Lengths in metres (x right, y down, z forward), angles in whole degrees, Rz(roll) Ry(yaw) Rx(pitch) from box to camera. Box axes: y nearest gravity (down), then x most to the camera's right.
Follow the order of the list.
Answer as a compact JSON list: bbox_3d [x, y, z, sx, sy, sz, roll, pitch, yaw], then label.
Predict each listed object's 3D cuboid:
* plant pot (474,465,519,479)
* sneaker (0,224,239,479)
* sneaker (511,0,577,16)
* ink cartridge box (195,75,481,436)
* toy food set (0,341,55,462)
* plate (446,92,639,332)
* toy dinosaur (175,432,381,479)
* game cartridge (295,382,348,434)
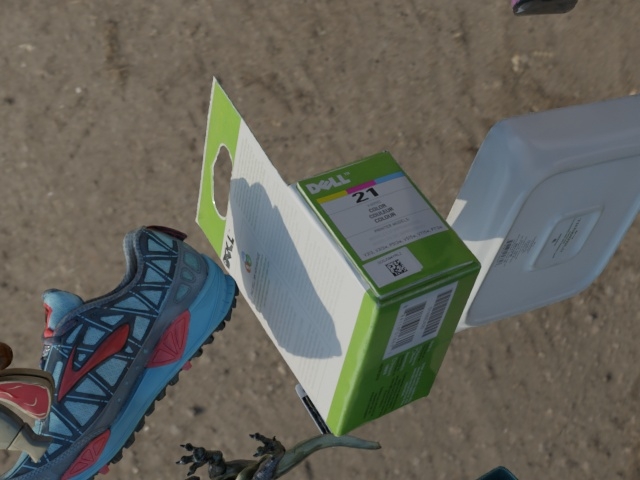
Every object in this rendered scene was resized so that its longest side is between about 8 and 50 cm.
[{"bbox_3d":[0.178,0.404,1.184,0.166,0.165,0.234,43,146,41],"label":"plant pot"},{"bbox_3d":[-0.188,0.096,0.882,0.125,0.262,0.104,44,155,-15],"label":"sneaker"},{"bbox_3d":[0.170,-0.235,0.858,0.072,0.178,0.077,-7,83,1],"label":"sneaker"},{"bbox_3d":[0.000,0.000,0.907,0.255,0.097,0.189,54,150,29],"label":"ink cartridge box"},{"bbox_3d":[-0.187,0.070,0.554,0.122,0.019,0.078,23,118,-13],"label":"toy food set"},{"bbox_3d":[0.226,-0.014,1.074,0.045,0.278,0.277,51,138,32],"label":"plate"},{"bbox_3d":[-0.075,0.239,1.131,0.268,0.064,0.118,-27,142,0],"label":"toy dinosaur"},{"bbox_3d":[0.004,0.192,1.266,0.017,0.056,0.083,-31,89,24],"label":"game cartridge"}]
